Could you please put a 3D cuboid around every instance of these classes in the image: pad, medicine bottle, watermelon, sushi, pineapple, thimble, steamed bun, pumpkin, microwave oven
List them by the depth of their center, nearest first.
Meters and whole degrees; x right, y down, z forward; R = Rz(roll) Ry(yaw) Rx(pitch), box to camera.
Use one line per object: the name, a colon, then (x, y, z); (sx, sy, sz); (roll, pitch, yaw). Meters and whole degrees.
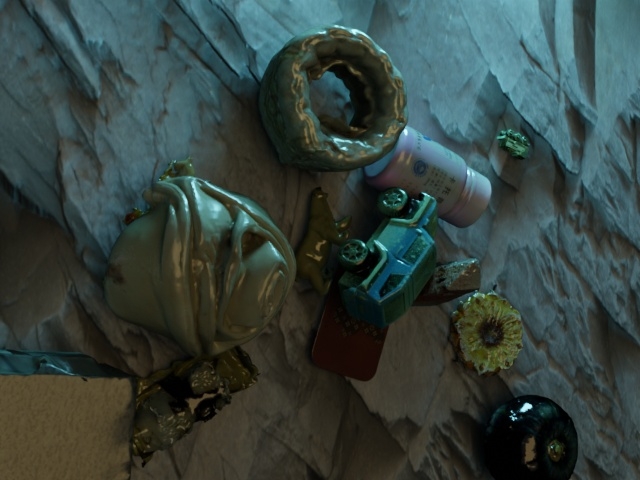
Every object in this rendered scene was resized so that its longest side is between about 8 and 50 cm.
microwave oven: (-0.546, 0.345, 1.400); (0.432, 0.236, 0.374); (5, 85, -27)
steamed bun: (-0.184, 0.047, 1.532); (0.324, 0.219, 0.309); (39, 69, -40)
sushi: (-0.257, 0.288, 1.608); (0.291, 0.131, 0.139); (-33, 105, -16)
thimble: (0.018, -0.271, 1.726); (0.292, 0.195, 0.291); (0, 89, -22)
watermelon: (0.247, 0.088, 1.804); (0.154, 0.241, 0.094); (-8, 84, -30)
pad: (0.082, 0.156, 1.834); (0.181, 0.004, 0.267); (23, 79, -32)
medicine bottle: (0.231, -0.134, 1.850); (0.255, 0.152, 0.152); (26, 77, -22)
pumpkin: (0.475, 0.465, 1.948); (0.233, 0.163, 0.233); (1, 88, -29)
pineapple: (0.385, 0.207, 1.976); (0.221, 0.047, 0.221); (2, 86, -26)

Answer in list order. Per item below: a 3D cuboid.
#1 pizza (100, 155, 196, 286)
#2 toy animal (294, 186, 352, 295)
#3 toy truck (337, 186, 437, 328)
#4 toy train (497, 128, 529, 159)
pizza: (-0.282, -0.013, 1.635); (0.189, 0.071, 0.297); (30, 75, -22)
toy animal: (0.000, 0.000, 1.775); (0.101, 0.103, 0.218); (20, 83, -1)
toy truck: (0.145, 0.032, 1.743); (0.156, 0.155, 0.279); (28, 65, 23)
toy train: (0.454, -0.228, 2.032); (0.083, 0.033, 0.053); (21, 83, -24)
